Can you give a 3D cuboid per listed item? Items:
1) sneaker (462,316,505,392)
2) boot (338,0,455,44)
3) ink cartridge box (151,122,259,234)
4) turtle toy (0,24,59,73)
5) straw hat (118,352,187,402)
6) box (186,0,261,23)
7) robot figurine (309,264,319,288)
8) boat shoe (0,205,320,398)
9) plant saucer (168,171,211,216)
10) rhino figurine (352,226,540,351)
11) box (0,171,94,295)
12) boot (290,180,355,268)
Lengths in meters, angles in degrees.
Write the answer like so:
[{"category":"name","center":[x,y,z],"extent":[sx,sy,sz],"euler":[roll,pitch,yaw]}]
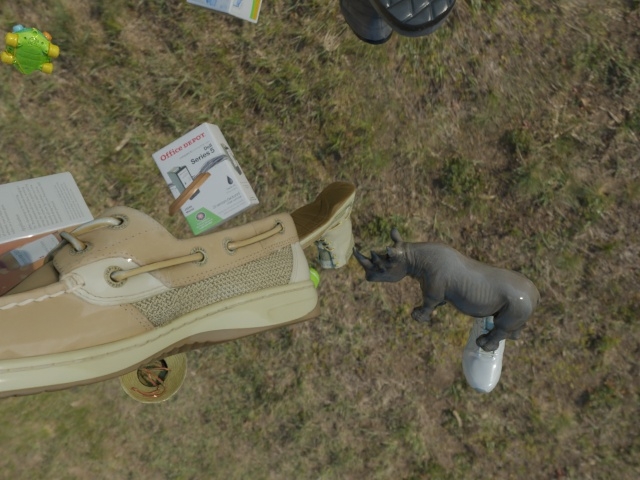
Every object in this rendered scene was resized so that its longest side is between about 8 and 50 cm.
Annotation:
[{"category":"sneaker","center":[0.230,0.133,0.766],"extent":[0.054,0.152,0.061],"euler":[10,153,14]},{"category":"boot","center":[0.084,-0.345,0.745],"extent":[0.118,0.338,0.222],"euler":[-18,154,-1]},{"category":"ink cartridge box","center":[-0.341,-0.183,1.644],"extent":[0.198,0.115,0.272],"euler":[-29,92,10]},{"category":"turtle toy","center":[-0.581,-0.376,1.099],"extent":[0.095,0.066,0.130],"euler":[7,149,-37]},{"category":"straw hat","center":[-0.343,0.272,1.125],"extent":[0.145,0.144,0.061],"euler":[20,140,-1]},{"category":"box","center":[-0.176,-0.561,1.111],"extent":[0.114,0.103,0.203],"euler":[23,108,22]},{"category":"robot figurine","center":[-0.043,0.120,1.508],"extent":[0.067,0.115,0.101],"euler":[8,134,21]},{"category":"boat shoe","center":[-0.147,0.036,0.395],"extent":[0.122,0.341,0.110],"euler":[-16,84,43]},{"category":"plant saucer","center":[-0.189,-0.068,0.790],"extent":[0.013,0.083,0.083],"euler":[43,119,-12]},{"category":"rhino figurine","center":[0.154,0.052,0.692],"extent":[0.243,0.073,0.106],"euler":[22,131,7]},{"category":"box","center":[-0.390,0.003,0.705],"extent":[0.091,0.171,0.130],"euler":[55,144,22]},{"category":"boot","center":[0.000,0.000,1.339],"extent":[0.095,0.262,0.203],"euler":[21,135,26]}]
